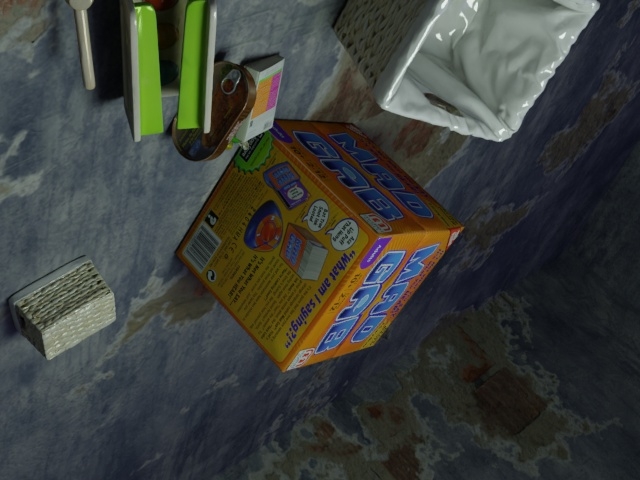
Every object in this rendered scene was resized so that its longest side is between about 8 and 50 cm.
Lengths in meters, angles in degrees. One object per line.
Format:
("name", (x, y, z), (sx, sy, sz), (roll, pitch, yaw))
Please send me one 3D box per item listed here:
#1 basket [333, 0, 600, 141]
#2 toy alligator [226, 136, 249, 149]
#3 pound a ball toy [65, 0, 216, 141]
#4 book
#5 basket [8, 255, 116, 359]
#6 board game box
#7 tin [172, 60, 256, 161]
("basket", (0.254, -0.402, 1.858), (0.328, 0.266, 0.331), (10, 124, -35))
("toy alligator", (-0.185, -0.196, 1.872), (0.051, 0.056, 0.190), (-2, 171, 13))
("pound a ball toy", (-0.269, -0.295, 1.496), (0.208, 0.135, 0.319), (-9, 146, -14))
("book", (-0.109, -0.260, 1.856), (0.096, 0.035, 0.144), (-35, 145, -50))
("basket", (-0.469, 0.127, 1.862), (0.167, 0.103, 0.113), (-31, 153, -27))
("board game box", (0.000, 0.000, 2.105), (0.356, 0.356, 0.356), (-6, 137, -56))
("tin", (-0.184, -0.222, 1.752), (0.189, 0.106, 0.040), (-53, 164, 20))
